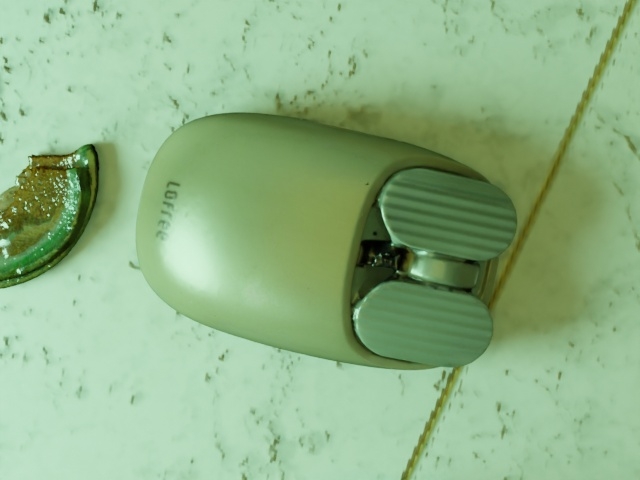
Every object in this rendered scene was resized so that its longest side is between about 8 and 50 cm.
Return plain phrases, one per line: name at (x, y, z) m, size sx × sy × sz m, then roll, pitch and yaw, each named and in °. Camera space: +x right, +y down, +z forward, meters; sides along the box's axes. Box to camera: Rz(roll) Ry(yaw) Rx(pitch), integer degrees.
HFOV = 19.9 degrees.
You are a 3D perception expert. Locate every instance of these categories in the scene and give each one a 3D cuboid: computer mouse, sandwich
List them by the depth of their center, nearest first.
computer mouse at (0.000, 0.000, 1.138) m, size 0.236 × 0.082 × 0.145 m, roll 15°, pitch 94°, yaw 6°
sandwich at (-0.193, -0.010, 1.183) m, size 0.135 × 0.029 × 0.067 m, roll -37°, pitch 89°, yaw 6°
